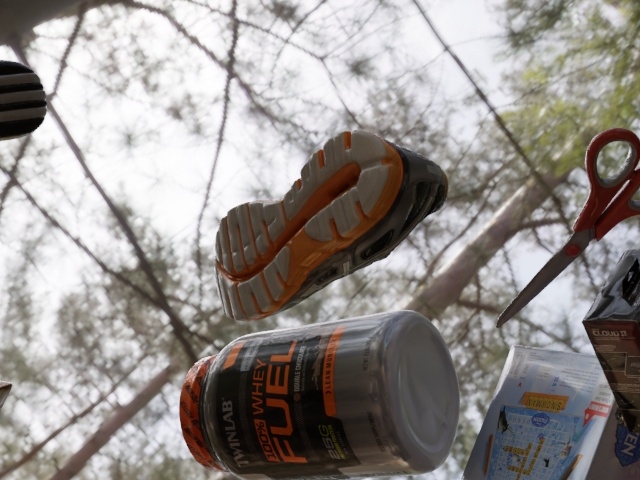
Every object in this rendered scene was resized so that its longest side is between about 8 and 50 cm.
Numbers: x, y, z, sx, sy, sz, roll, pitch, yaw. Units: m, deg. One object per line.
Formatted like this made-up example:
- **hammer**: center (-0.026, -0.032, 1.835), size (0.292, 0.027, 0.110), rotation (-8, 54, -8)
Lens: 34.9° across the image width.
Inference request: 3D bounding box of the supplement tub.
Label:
- **supplement tub**: center (-0.006, 0.213, 1.341), size (0.338, 0.207, 0.207), rotation (-13, -69, 31)

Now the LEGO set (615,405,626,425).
- **LEGO set**: center (0.246, 0.105, 0.800), size (0.024, 0.054, 0.083), rotation (2, -63, 12)

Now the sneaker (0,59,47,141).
- **sneaker**: center (-0.348, -0.095, 0.819), size (0.132, 0.229, 0.086), rotation (-5, -89, 53)

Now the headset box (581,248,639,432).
- **headset box**: center (0.169, 0.048, 0.523), size (0.032, 0.062, 0.083), rotation (-4, -58, 43)

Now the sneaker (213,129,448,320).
- **sneaker**: center (0.000, 0.000, 0.697), size (0.215, 0.083, 0.084), rotation (-31, -115, 45)

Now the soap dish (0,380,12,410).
- **soap dish**: center (-0.469, 0.159, 0.926), size (0.291, 0.229, 0.118), rotation (5, -87, 11)

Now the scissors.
- **scissors**: center (0.294, 0.000, 1.112), size (0.109, 0.021, 0.297), rotation (12, -55, -13)

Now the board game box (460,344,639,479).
- **board game box**: center (0.222, 0.271, 1.056), size (0.066, 0.317, 0.319), rotation (23, -6, -7)
